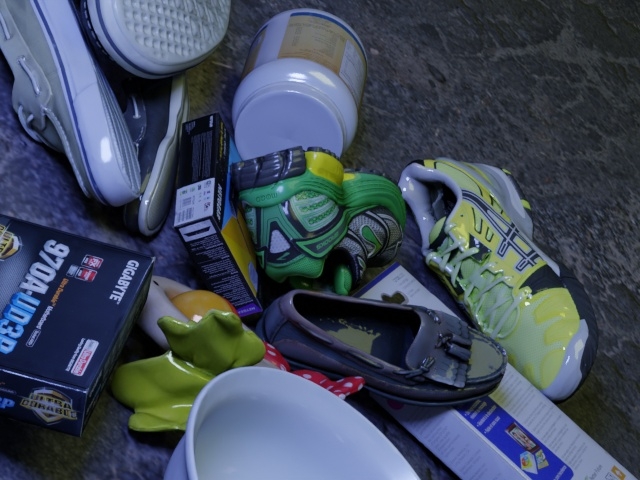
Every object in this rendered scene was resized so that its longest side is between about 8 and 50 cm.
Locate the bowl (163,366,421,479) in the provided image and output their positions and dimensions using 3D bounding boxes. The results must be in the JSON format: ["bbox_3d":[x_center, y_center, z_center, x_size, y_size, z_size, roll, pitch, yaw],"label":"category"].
[{"bbox_3d":[-0.031,0.263,1.550,0.298,0.134,0.298,32,31,-22],"label":"bowl"}]

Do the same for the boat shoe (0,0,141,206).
[{"bbox_3d":[-0.259,-0.143,1.826,0.109,0.094,0.302,63,2,-54],"label":"boat shoe"}]

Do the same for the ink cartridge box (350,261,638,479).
[{"bbox_3d":[0.173,0.187,1.974,0.371,0.069,0.176,44,28,6],"label":"ink cartridge box"}]

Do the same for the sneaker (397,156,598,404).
[{"bbox_3d":[0.196,0.047,2.154,0.147,0.145,0.385,13,31,-33],"label":"sneaker"}]

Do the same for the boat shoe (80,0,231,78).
[{"bbox_3d":[-0.202,-0.299,2.016,0.187,0.156,0.500,57,17,-25],"label":"boat shoe"}]

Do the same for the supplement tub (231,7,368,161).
[{"bbox_3d":[-0.024,-0.164,2.103,0.144,0.144,0.200,37,30,-15],"label":"supplement tub"}]

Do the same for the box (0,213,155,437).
[{"bbox_3d":[-0.251,0.064,1.531,0.175,0.051,0.220,16,31,3],"label":"box"}]

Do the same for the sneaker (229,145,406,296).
[{"bbox_3d":[0.000,0.000,1.935,0.343,0.134,0.146,14,67,-67],"label":"sneaker"}]

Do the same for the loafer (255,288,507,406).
[{"bbox_3d":[0.071,0.105,1.854,0.267,0.084,0.096,10,58,-14],"label":"loafer"}]

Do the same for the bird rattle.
[{"bbox_3d":[-0.086,0.099,1.711,0.253,0.143,0.207,10,28,-52],"label":"bird rattle"}]

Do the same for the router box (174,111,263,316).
[{"bbox_3d":[-0.101,-0.026,1.866,0.179,0.046,0.133,-91,161,-51],"label":"router box"}]

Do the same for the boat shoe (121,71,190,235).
[{"bbox_3d":[-0.184,-0.090,1.891,0.079,0.084,0.233,3,44,2],"label":"boat shoe"}]
